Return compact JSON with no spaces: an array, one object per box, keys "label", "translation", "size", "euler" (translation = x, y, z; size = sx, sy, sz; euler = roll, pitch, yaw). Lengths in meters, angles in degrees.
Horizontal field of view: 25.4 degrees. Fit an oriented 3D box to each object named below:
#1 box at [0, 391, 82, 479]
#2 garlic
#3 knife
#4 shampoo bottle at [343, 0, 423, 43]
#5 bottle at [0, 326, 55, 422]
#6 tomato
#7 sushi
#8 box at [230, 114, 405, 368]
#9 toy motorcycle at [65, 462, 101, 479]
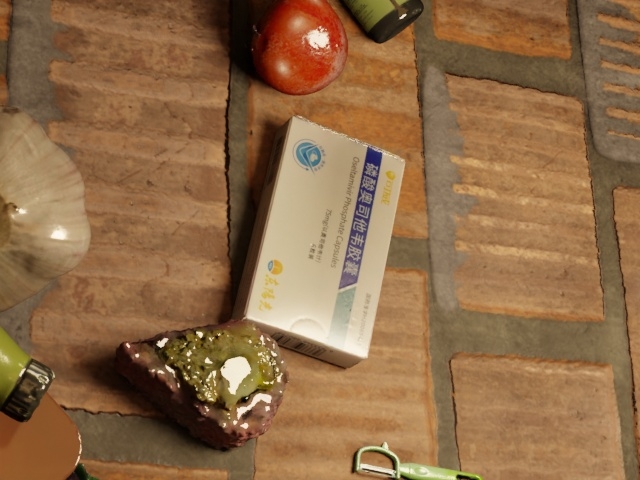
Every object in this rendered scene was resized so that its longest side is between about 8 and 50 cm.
[{"label":"box","translation":[-0.493,0.290,1.678],"size":[0.239,0.229,0.339],"euler":[49,58,0]},{"label":"garlic","translation":[-0.455,-0.039,1.822],"size":[0.317,0.259,0.317],"euler":[-4,107,-14]},{"label":"knife","translation":[0.147,0.333,2.092],"size":[0.212,0.015,0.054],"euler":[14,57,-19]},{"label":"shampoo bottle","translation":[0.048,-0.457,2.306],"size":[0.101,0.101,0.284],"euler":[-36,88,-32]},{"label":"bottle","translation":[-0.424,0.113,1.583],"size":[0.260,0.112,0.112],"euler":[31,60,-8]},{"label":"tomato","translation":[-0.030,-0.303,2.177],"size":[0.167,0.167,0.167],"euler":[9,67,-22]},{"label":"sushi","translation":[-0.153,0.172,1.962],"size":[0.241,0.107,0.161],"euler":[36,56,-8]},{"label":"box","translation":[0.000,0.000,2.123],"size":[0.200,0.065,0.343],"euler":[20,63,-17]},{"label":"toy motorcycle","translation":[-0.310,0.421,1.766],"size":[0.125,0.187,0.274],"euler":[-5,50,14]}]
